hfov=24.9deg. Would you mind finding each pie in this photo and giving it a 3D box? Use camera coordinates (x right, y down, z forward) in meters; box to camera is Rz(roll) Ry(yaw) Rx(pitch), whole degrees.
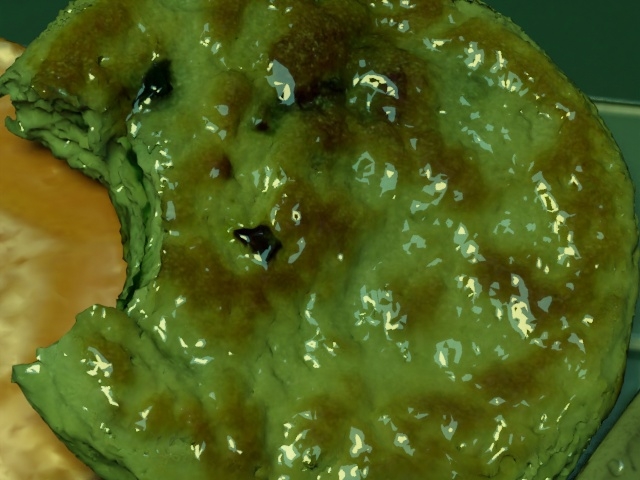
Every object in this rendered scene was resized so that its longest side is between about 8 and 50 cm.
[{"bbox_3d":[0.008,0.001,0.631,0.302,0.067,0.303,7,69,-17],"label":"pie"}]

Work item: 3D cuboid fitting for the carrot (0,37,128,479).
[{"bbox_3d":[-0.189,0.033,0.642,0.307,0.100,0.258,-12,74,-8],"label":"carrot"}]

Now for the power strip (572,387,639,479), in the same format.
[{"bbox_3d":[0.138,0.133,0.602,0.092,0.034,0.268,35,58,15],"label":"power strip"}]
